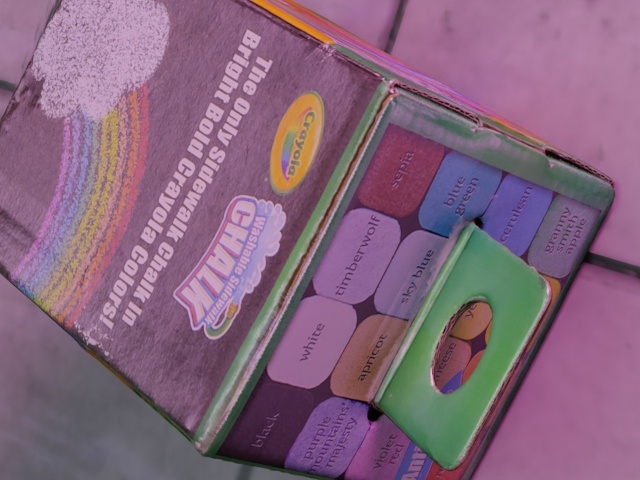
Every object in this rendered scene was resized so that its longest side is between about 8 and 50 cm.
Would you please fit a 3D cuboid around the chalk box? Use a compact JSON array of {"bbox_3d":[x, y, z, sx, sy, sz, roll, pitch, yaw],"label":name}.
[{"bbox_3d":[0.000,0.000,0.674,0.213,0.132,0.132,36,101,41],"label":"chalk box"}]
